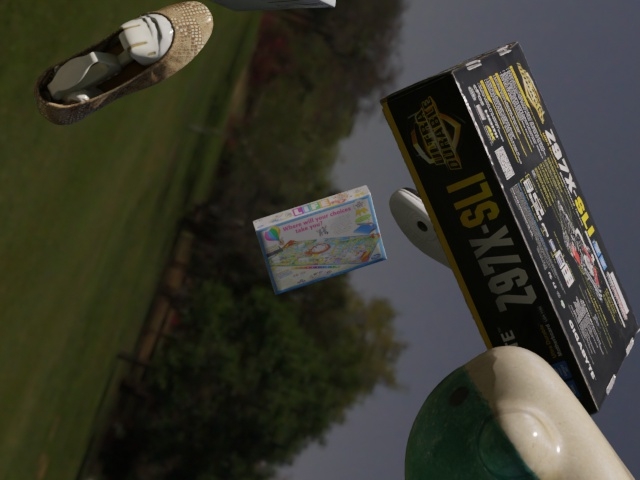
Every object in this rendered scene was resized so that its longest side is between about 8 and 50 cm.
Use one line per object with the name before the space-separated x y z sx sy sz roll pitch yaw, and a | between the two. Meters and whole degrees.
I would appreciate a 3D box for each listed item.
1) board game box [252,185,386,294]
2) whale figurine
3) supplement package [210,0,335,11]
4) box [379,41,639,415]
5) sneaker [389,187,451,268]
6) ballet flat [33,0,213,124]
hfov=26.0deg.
board game box | 0.000 0.000 1.790 0.026 0.154 0.103 -113 -173 -58
whale figurine | 0.147 0.195 0.911 0.141 0.216 0.272 -35 -142 5
supplement package | -0.088 -0.376 1.563 0.203 0.149 0.194 11 83 -57
box | 0.186 -0.014 1.284 0.079 0.322 0.257 -22 -175 23
sneaker | 0.207 -0.019 1.914 0.121 0.217 0.079 -45 171 -29
ballet flat | -0.205 -0.184 1.422 0.206 0.073 0.067 -33 166 6
